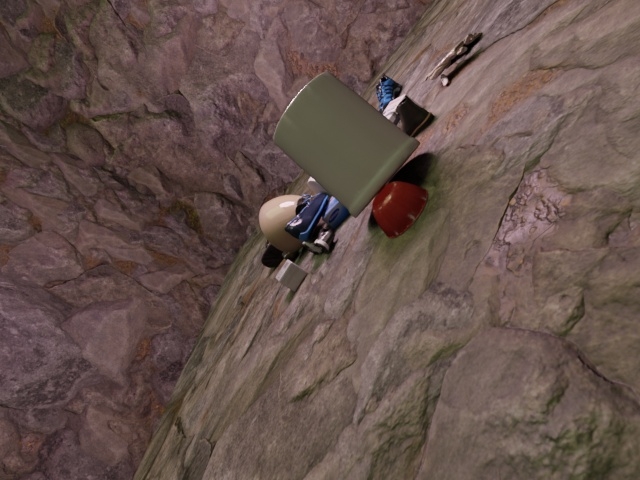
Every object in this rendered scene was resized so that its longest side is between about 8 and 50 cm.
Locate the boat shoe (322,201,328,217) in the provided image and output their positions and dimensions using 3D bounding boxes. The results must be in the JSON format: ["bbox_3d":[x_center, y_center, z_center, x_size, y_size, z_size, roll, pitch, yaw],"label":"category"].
[{"bbox_3d":[0.047,-0.194,2.025,0.075,0.065,0.206,-34,25,54],"label":"boat shoe"}]

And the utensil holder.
[{"bbox_3d":[0.083,-0.322,1.411,0.327,0.385,0.327,-49,-4,-4],"label":"utensil holder"}]

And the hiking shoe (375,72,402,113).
[{"bbox_3d":[0.338,-0.769,2.221,0.113,0.132,0.304,-41,21,45],"label":"hiking shoe"}]

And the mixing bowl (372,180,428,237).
[{"bbox_3d":[0.219,-0.108,1.235,0.181,0.098,0.181,-51,14,18],"label":"mixing bowl"}]

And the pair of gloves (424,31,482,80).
[{"bbox_3d":[0.527,-0.734,1.666,0.240,0.042,0.204,-46,5,-32],"label":"pair of gloves"}]

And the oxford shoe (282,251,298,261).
[{"bbox_3d":[-0.155,0.034,2.153,0.096,0.083,0.227,-51,27,7],"label":"oxford shoe"}]

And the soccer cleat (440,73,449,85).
[{"bbox_3d":[0.489,-0.634,1.642,0.029,0.036,0.083,-46,17,39],"label":"soccer cleat"}]

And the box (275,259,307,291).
[{"bbox_3d":[-0.126,0.149,1.780,0.102,0.087,0.101,-57,15,-4],"label":"box"}]

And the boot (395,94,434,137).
[{"bbox_3d":[0.317,-0.455,1.598,0.198,0.137,0.076,-42,19,43],"label":"boot"}]

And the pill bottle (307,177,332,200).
[{"bbox_3d":[0.100,-0.376,1.966,0.362,0.210,0.210,-59,15,-13],"label":"pill bottle"}]

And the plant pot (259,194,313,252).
[{"bbox_3d":[-0.123,-0.108,1.994,0.191,0.284,0.284,-31,27,39],"label":"plant pot"}]

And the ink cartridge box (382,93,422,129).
[{"bbox_3d":[0.304,-0.490,1.787,0.237,0.100,0.172,-56,15,-2],"label":"ink cartridge box"}]

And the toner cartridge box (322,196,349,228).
[{"bbox_3d":[0.147,-0.215,1.736,0.348,0.075,0.165,-46,15,33],"label":"toner cartridge box"}]

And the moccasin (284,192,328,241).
[{"bbox_3d":[-0.054,-0.129,1.800,0.342,0.117,0.137,-60,-11,-58],"label":"moccasin"}]

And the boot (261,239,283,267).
[{"bbox_3d":[-0.208,-0.046,2.390,0.377,0.138,0.284,-57,14,15],"label":"boot"}]

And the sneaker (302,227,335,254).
[{"bbox_3d":[0.000,0.000,1.746,0.106,0.078,0.234,-53,15,-15],"label":"sneaker"}]
